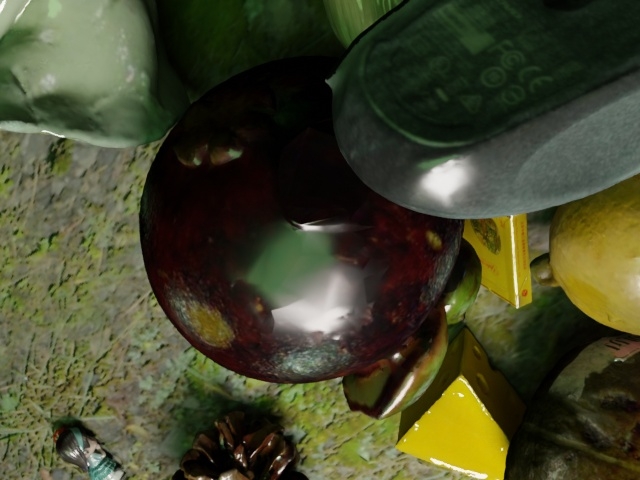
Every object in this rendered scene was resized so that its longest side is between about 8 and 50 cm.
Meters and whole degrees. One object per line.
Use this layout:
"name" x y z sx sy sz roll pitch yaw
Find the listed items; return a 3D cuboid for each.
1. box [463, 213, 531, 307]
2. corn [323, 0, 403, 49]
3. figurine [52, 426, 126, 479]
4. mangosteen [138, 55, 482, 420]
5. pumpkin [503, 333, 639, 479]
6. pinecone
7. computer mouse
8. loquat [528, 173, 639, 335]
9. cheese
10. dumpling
"box" 0.164 -0.020 0.779 0.023 0.087 0.155 -22 119 -22
"corn" 0.040 -0.291 0.631 0.123 0.122 0.305 25 137 53
"figurine" -0.315 0.294 1.111 0.106 0.047 0.060 50 155 -22
"mangosteen" -0.004 -0.010 0.718 0.311 0.311 0.311 7 120 12
"pumpkin" 0.305 0.225 0.778 0.260 0.189 0.260 -4 99 -23
"pinecone" -0.093 0.315 0.987 0.184 0.179 0.204 14 112 -11
"computer mouse" 0.178 -0.143 0.582 0.374 0.203 0.114 -31 151 -5
"loquat" 0.279 0.008 0.719 0.204 0.149 0.172 -14 151 43
"cheese" 0.187 0.202 0.888 0.171 0.093 0.126 33 121 -5
"dumpling" -0.276 -0.194 0.723 0.320 0.270 0.212 6 165 -2
